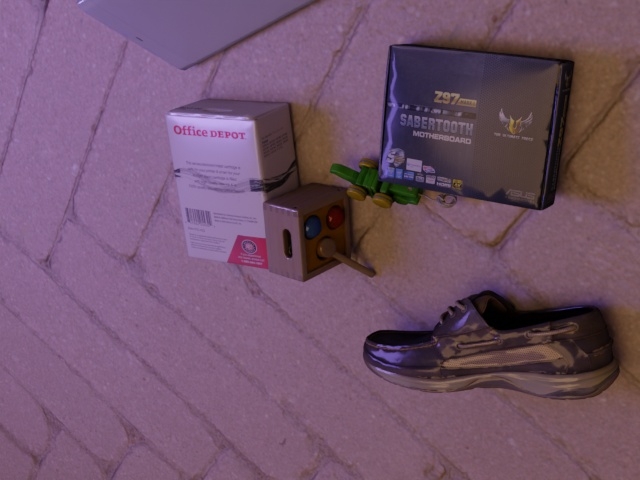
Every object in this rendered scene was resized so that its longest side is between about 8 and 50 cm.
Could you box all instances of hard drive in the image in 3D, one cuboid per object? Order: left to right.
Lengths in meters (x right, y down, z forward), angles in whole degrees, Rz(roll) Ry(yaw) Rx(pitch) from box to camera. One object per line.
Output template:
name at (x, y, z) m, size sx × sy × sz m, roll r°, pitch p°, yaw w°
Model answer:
hard drive at (-0.159, -0.344, 1.242) m, size 0.307 × 0.203 × 0.040 m, roll -17°, pitch 59°, yaw 38°

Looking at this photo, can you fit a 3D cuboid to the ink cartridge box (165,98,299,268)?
ink cartridge box at (-0.128, -0.090, 1.383) m, size 0.171 × 0.100 × 0.237 m, roll 8°, pitch 116°, yaw 31°

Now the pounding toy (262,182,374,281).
pounding toy at (0.000, 0.000, 1.335) m, size 0.100 × 0.130 × 0.141 m, roll 14°, pitch 118°, yaw 40°

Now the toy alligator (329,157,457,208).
toy alligator at (0.103, -0.070, 1.278) m, size 0.189 × 0.056 × 0.051 m, roll 17°, pitch 165°, yaw 18°

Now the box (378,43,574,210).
box at (0.192, -0.149, 1.156) m, size 0.232 × 0.059 × 0.184 m, roll 13°, pitch 108°, yaw 27°

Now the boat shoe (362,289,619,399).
boat shoe at (0.227, 0.132, 1.251) m, size 0.355 × 0.132 × 0.130 m, roll -1°, pitch 101°, yaw 25°
